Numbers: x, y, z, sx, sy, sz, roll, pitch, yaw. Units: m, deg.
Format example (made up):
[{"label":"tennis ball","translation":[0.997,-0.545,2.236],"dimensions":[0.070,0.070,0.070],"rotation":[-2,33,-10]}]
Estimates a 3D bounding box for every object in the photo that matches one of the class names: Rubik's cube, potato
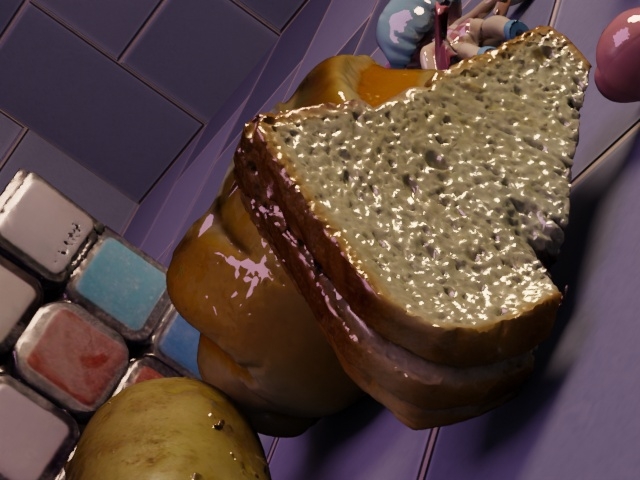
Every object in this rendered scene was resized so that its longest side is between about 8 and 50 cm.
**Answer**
[{"label":"Rubik's cube","translation":[-0.330,0.201,1.838],"dimensions":[0.362,0.363,0.359],"rotation":[-44,11,47]},{"label":"potato","translation":[-0.120,0.228,1.304],"dimensions":[0.307,0.173,0.210],"rotation":[-95,13,-59]}]

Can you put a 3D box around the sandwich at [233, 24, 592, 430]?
[{"label":"sandwich","translation":[0.110,-0.015,1.158],"dimensions":[0.288,0.254,0.099],"rotation":[-22,-35,-26]}]

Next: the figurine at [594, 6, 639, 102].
[{"label":"figurine","translation":[0.235,-0.137,1.200],"dimensions":[0.071,0.067,0.083],"rotation":[-11,-45,-41]}]

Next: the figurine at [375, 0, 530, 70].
[{"label":"figurine","translation":[0.150,-0.236,1.769],"dimensions":[0.205,0.103,0.260],"rotation":[-57,21,-2]}]

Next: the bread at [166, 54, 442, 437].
[{"label":"bread","translation":[0.000,0.000,1.436],"dimensions":[0.341,0.210,0.300],"rotation":[-50,10,26]}]
